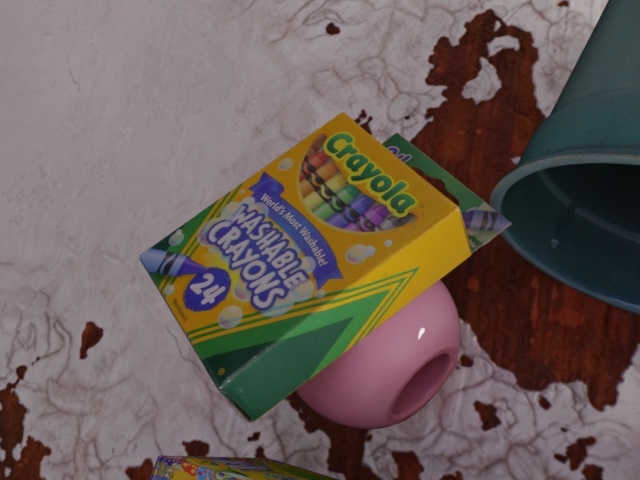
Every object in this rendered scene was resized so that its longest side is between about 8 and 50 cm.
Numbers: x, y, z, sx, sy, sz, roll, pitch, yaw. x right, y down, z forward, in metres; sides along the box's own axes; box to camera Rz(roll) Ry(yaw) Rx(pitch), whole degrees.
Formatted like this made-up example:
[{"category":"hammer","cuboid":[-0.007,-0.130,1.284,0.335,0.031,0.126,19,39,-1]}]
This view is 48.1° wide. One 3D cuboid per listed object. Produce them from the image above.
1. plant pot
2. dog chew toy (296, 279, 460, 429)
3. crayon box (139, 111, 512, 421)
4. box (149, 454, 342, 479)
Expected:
[{"category":"plant pot","cuboid":[0.391,-0.126,0.735,0.341,0.341,0.334,17,71,21]},{"category":"dog chew toy","cuboid":[0.004,0.064,0.854,0.206,0.206,0.332,-48,59,-1]},{"category":"crayon box","cuboid":[0.000,0.000,0.728,0.323,0.083,0.203,-36,49,-8]},{"category":"box","cuboid":[-0.003,0.338,0.713,0.279,0.290,0.176,10,77,19]}]
